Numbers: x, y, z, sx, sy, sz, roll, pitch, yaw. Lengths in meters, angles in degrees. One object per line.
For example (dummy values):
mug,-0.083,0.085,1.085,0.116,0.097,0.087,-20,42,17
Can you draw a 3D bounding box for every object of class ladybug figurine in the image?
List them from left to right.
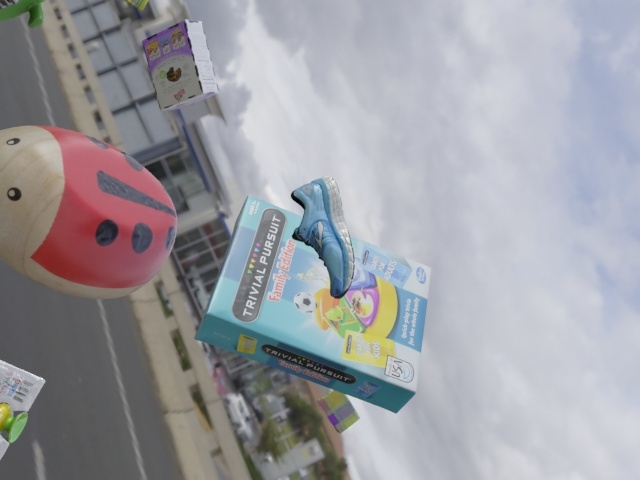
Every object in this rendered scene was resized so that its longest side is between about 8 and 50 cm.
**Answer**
ladybug figurine,-0.402,-0.058,1.404,0.449,0.162,0.305,21,50,-57

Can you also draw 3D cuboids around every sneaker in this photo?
sneaker,0.000,0.000,1.054,0.063,0.073,0.162,104,-27,-77

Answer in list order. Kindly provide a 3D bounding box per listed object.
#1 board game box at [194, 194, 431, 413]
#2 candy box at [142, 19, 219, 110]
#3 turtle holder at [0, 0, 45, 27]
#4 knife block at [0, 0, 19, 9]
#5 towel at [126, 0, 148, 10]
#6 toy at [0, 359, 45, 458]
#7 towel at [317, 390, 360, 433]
board game box,0.000,0.096,1.280,0.079,0.336,0.253,121,-13,-46
candy box,-0.370,-0.460,2.129,0.070,0.165,0.196,-17,94,-55
turtle holder,-0.705,-0.603,1.745,0.243,0.320,0.227,-3,75,-69
knife block,-0.434,-0.478,1.160,0.088,0.275,0.242,25,25,-48
towel,-0.401,-0.533,1.483,0.237,0.102,0.021,33,-20,-37
toy,-0.495,0.204,1.056,0.237,0.137,0.056,20,-25,9
towel,0.038,0.349,1.663,0.083,0.060,0.009,55,-13,1
